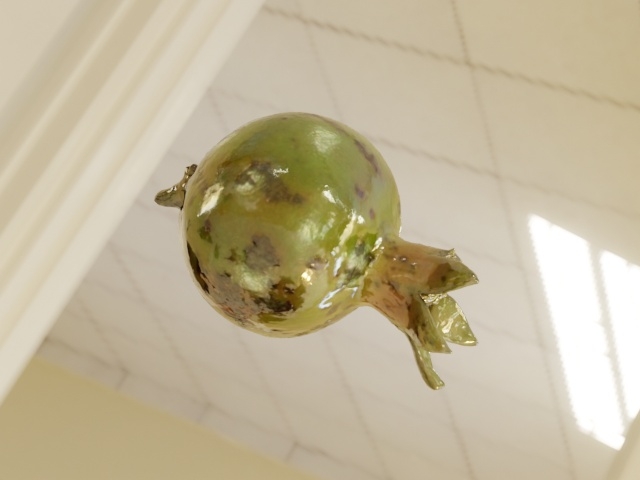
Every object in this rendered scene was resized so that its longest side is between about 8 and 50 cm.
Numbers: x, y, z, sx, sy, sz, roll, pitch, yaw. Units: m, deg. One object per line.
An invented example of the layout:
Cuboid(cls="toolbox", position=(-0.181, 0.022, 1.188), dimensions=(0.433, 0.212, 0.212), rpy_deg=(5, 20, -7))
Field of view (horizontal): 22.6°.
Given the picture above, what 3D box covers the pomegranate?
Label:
Cuboid(cls="pomegranate", position=(0.002, 0.013, 1.013), dimensions=(0.220, 0.156, 0.156), rpy_deg=(49, 161, 13))
